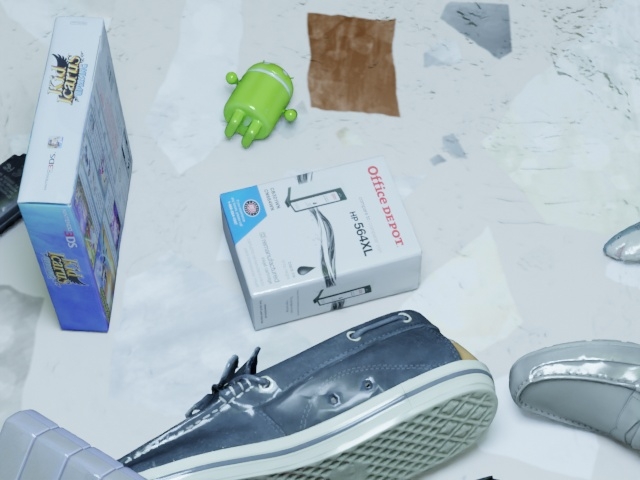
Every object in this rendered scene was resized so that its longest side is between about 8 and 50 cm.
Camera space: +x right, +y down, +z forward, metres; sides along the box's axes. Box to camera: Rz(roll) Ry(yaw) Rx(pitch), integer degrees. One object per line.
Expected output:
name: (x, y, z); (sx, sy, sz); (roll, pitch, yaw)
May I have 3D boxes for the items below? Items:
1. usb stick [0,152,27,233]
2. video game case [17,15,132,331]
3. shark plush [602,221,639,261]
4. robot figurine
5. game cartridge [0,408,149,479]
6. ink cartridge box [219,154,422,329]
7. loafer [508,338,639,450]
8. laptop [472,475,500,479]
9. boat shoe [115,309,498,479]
usb stick: (-0.435, -0.003, 1.659); (0.077, 0.045, 0.278); (36, 64, 28)
video game case: (-0.266, -0.068, 1.567); (0.061, 0.269, 0.244); (1, 58, 2)
shark plush: (0.404, -0.032, 1.679); (0.067, 0.073, 0.161); (15, 59, 45)
robot figurine: (-0.077, -0.172, 1.753); (0.101, 0.067, 0.115); (30, 60, -3)
game cartridge: (-0.255, 0.358, 1.306); (0.230, 0.068, 0.355); (30, 105, 20)
ink cartridge box: (0.000, 0.000, 1.635); (0.203, 0.086, 0.148); (-15, 59, -9)
loafer: (0.360, 0.181, 1.510); (0.319, 0.112, 0.111); (6, 50, 3)
laptop: (0.029, 0.470, 1.172); (0.381, 0.236, 0.408); (-14, 58, -10)
boat shoe: (-0.063, 0.207, 1.457); (0.500, 0.187, 0.156); (-21, 52, -16)
